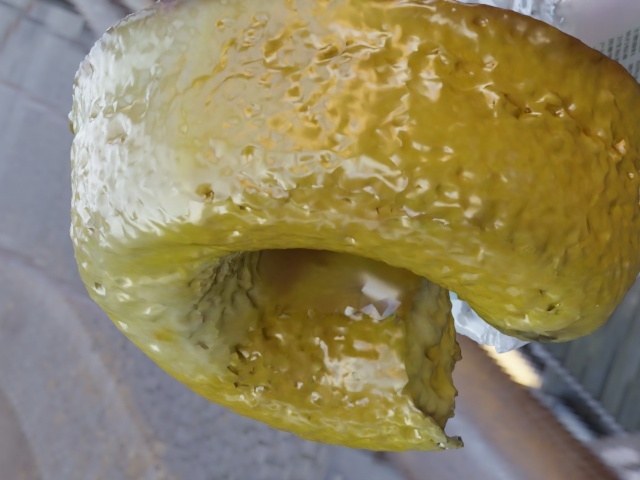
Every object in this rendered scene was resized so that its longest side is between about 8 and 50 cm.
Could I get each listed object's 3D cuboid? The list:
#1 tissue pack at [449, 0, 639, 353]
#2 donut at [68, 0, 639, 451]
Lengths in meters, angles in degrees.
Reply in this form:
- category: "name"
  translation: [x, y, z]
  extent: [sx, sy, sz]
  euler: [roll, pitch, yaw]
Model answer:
- category: "tissue pack"
  translation: [0.193, -0.114, 1.568]
  extent: [0.194, 0.266, 0.356]
  euler: [33, 133, 33]
- category: "donut"
  translation: [0.000, 0.000, 1.257]
  extent: [0.435, 0.378, 0.163]
  euler: [126, 156, -58]
